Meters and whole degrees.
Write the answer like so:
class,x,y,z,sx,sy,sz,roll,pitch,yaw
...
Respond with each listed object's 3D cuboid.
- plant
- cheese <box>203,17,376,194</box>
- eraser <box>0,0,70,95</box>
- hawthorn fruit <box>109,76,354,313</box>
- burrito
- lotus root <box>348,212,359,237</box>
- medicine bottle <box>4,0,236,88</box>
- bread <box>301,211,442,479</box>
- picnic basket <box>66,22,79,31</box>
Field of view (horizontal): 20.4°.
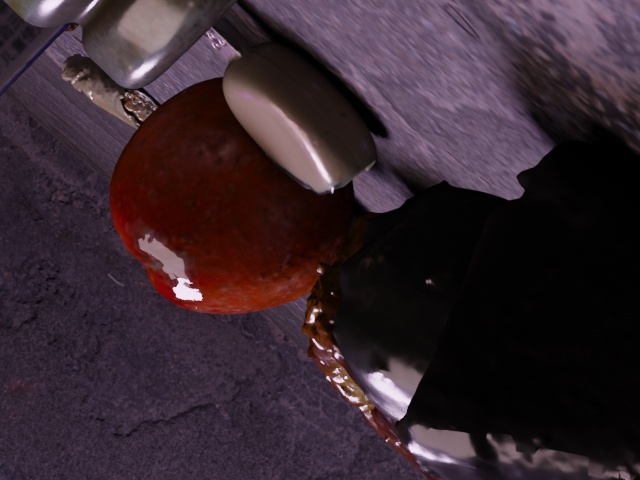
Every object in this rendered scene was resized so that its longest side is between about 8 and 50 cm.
class,x,y,z,sx,sy,sz,roll,pitch,yaw
plant,0.118,0.052,0.804,0.256,0.164,0.142,18,163,37
cheese,-0.035,-0.099,1.146,0.171,0.047,0.092,42,163,9
eraser,-0.205,-0.148,1.133,0.068,0.210,0.124,46,172,-24
hawthorn fruit,-0.063,-0.026,1.251,0.173,0.173,0.173,41,173,6
burrito,-0.218,-0.156,1.899,0.149,0.041,0.055,34,-177,33
lotus root,0.004,-0.002,1.488,0.143,0.070,0.144,45,180,29
medicine bottle,-0.132,-0.207,0.580,0.322,0.151,0.151,43,173,-10
bread,0.090,0.081,1.224,0.232,0.135,0.247,46,172,-5
picnic basket,-0.223,-0.212,1.428,0.083,0.072,0.072,28,171,11
